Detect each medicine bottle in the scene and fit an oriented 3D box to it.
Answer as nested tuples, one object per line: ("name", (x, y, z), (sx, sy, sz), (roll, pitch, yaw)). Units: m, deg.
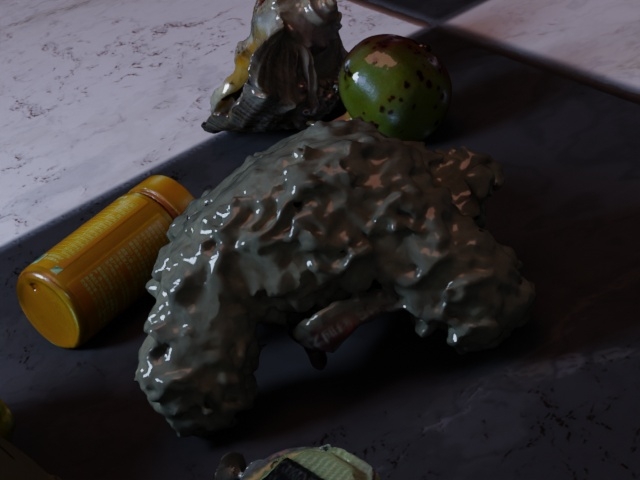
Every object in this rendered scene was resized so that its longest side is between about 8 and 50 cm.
("medicine bottle", (-0.210, 0.020, 1.818), (0.096, 0.096, 0.192), (6, 36, 42))

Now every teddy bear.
("teddy bear", (0.000, 0.000, 1.648), (0.357, 0.224, 0.367), (-19, 11, 6))

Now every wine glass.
("wine glass", (-0.046, 0.196, 1.434), (0.083, 0.039, 0.042), (12, 38, 41))

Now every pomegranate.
("pomegranate", (0.068, -0.150, 1.945), (0.159, 0.129, 0.129), (-46, 9, 35))

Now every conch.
("conch", (-0.058, -0.195, 2.072), (0.245, 0.163, 0.178), (-37, -7, 41))

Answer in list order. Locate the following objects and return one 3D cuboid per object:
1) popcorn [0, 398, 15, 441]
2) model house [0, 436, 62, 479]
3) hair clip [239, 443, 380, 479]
("popcorn", (-0.388, 0.145, 1.561), (0.276, 0.225, 0.276), (-16, 64, 36))
("model house", (-0.297, 0.289, 1.347), (0.205, 0.218, 0.279), (37, 89, 20))
("hair clip", (-0.099, 0.247, 1.175), (0.321, 0.091, 0.138), (-26, 16, -22))
